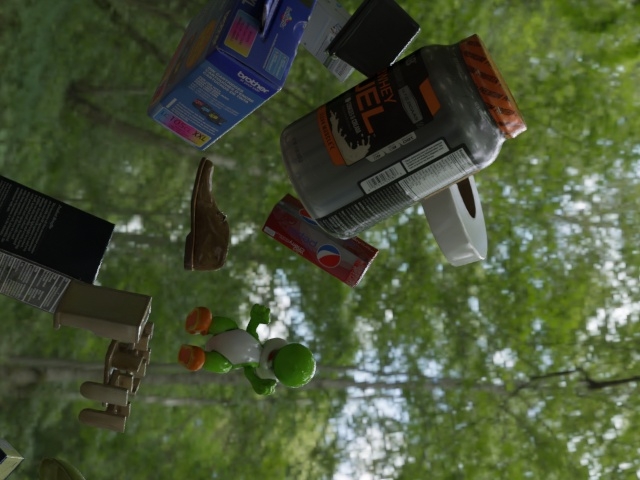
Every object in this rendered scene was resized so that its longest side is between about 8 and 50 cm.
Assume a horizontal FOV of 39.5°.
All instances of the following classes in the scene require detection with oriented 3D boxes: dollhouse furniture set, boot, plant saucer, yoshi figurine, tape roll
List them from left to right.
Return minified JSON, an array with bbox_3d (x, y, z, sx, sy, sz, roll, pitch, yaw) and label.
[{"bbox_3d":[-0.483,0.531,1.752,0.241,0.037,0.240,24,-56,43],"label":"plant saucer"},{"bbox_3d":[-0.434,0.216,1.764,0.212,0.161,0.242,-82,-176,-56],"label":"dollhouse furniture set"},{"bbox_3d":[-0.293,-0.068,2.373,0.112,0.115,0.305,-67,161,-88],"label":"boot"},{"bbox_3d":[-0.158,0.283,2.238,0.203,0.362,0.203,-60,-152,23],"label":"yoshi figurine"},{"bbox_3d":[0.286,-0.135,2.012,0.072,0.392,0.392,-17,-108,19],"label":"tape roll"}]

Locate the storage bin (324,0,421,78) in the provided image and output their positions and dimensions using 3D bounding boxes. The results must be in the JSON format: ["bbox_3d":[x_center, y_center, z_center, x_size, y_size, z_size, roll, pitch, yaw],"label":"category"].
[{"bbox_3d":[0.085,-0.304,1.343,0.135,0.091,0.098,-49,179,10],"label":"storage bin"}]

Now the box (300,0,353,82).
[{"bbox_3d":[0.011,-0.431,1.828,0.186,0.038,0.145,42,-28,1],"label":"box"}]

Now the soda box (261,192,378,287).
[{"bbox_3d":[0.000,0.000,2.110,0.263,0.092,0.083,33,-62,6],"label":"soda box"}]

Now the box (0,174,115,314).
[{"bbox_3d":[-0.682,0.025,2.126,0.296,0.294,0.182,-37,-148,56],"label":"box"}]

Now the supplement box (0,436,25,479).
[{"bbox_3d":[-0.564,0.381,1.513,0.056,0.083,0.083,40,-9,14],"label":"supplement box"}]

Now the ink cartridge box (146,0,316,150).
[{"bbox_3d":[-0.156,-0.376,1.716,0.395,0.151,0.270,-23,-138,53],"label":"ink cartridge box"}]

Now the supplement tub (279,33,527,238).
[{"bbox_3d":[0.117,-0.149,1.269,0.316,0.193,0.193,-28,-121,17],"label":"supplement tub"}]
